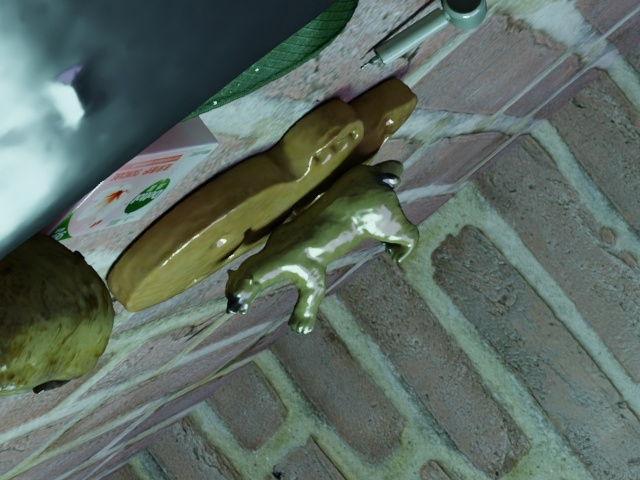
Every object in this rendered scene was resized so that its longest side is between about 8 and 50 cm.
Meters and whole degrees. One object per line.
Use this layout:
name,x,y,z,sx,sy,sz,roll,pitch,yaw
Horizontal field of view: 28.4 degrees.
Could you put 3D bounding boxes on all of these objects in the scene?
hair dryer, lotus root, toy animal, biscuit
hair dryer,0.089,-0.181,1.097,0.124,0.038,0.063,-33,174,7
lotus root,-0.177,0.040,0.679,0.110,0.097,0.258,-8,178,3
toy animal,0.000,0.000,1.221,0.219,0.103,0.101,-37,152,3
biscuit,-0.052,-0.037,1.234,0.355,0.052,0.275,-34,172,-35

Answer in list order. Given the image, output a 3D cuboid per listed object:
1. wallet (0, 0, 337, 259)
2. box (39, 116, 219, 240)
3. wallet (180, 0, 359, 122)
wallet,-0.088,-0.104,0.447,0.406,0.062,0.228,-38,155,-3
box,-0.131,-0.047,0.804,0.089,0.043,0.125,-41,172,24
wallet,-0.045,-0.139,0.615,0.160,0.055,0.236,-34,164,-14
